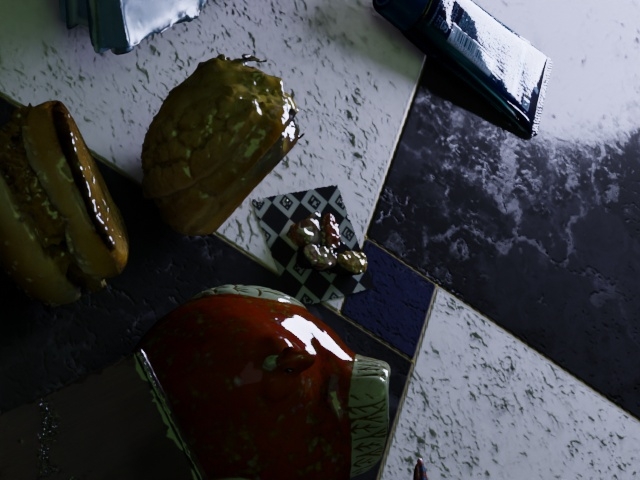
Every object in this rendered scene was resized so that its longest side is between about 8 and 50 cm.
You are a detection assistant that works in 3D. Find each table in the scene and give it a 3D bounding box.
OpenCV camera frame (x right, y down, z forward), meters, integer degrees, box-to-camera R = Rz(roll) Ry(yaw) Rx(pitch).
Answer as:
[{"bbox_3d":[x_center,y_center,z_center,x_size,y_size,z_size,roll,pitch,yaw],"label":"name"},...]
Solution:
[{"bbox_3d":[-0.225,0.224,1.380,0.193,0.169,0.172,-24,85,-40],"label":"table"}]

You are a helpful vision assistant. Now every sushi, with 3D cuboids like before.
[{"bbox_3d":[0.000,0.000,1.731,0.120,0.026,0.126,-14,79,-38],"label":"sushi"}]

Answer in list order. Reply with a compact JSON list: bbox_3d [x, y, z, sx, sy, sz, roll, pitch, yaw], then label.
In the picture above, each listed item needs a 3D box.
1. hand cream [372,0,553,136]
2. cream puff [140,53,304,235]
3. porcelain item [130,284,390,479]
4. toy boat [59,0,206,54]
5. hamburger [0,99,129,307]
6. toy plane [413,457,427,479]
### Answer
[{"bbox_3d":[0.180,-0.239,1.949,0.270,0.061,0.120,32,57,-27],"label":"hand cream"},{"bbox_3d":[-0.104,-0.099,1.603,0.129,0.189,0.189,41,52,-7],"label":"cream puff"},{"bbox_3d":[-0.054,0.146,1.500,0.253,0.253,0.253,15,63,-31],"label":"porcelain item"},{"bbox_3d":[-0.182,-0.275,1.684,0.238,0.098,0.109,-45,142,-47],"label":"toy boat"},{"bbox_3d":[-0.248,-0.031,1.478,0.118,0.191,0.182,-21,81,3],"label":"hamburger"},{"bbox_3d":[0.094,0.315,1.645,0.130,0.061,0.189,15,58,-30],"label":"toy plane"}]
